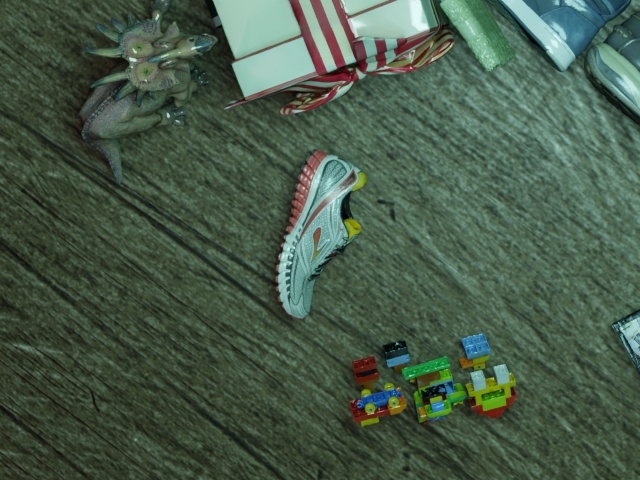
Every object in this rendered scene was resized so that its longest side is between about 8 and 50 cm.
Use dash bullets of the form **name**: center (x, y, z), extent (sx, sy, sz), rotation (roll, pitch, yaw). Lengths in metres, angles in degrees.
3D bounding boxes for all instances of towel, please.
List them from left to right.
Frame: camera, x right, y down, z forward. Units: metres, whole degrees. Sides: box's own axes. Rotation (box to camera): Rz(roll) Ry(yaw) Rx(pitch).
- **towel**: center (0.186, -0.250, 1.254), extent (0.027, 0.148, 0.110), rotation (-32, 95, 22)

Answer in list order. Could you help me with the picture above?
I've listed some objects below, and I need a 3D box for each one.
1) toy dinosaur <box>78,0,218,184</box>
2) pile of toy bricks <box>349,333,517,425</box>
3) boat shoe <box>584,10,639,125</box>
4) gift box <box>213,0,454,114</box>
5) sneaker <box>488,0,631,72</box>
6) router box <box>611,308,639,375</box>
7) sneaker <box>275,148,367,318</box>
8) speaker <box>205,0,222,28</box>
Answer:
- **toy dinosaur**: center (-0.237, -0.186, 1.326), extent (0.127, 0.200, 0.295), rotation (39, 118, -2)
- **pile of toy bricks**: center (0.145, 0.203, 1.408), extent (0.212, 0.118, 0.105), rotation (-14, 129, -1)
- **boat shoe**: center (0.472, -0.135, 1.228), extent (0.355, 0.132, 0.130), rotation (39, 101, -6)
- **gift box**: center (-0.006, -0.291, 1.228), extent (0.255, 0.276, 0.258), rotation (-18, 100, 21)
- **sneaker**: center (0.267, -0.334, 1.254), extent (0.163, 0.086, 0.226), rotation (-44, 84, 10)
- **router box**: center (0.465, 0.152, 1.319), extent (0.133, 0.046, 0.179), rotation (-30, 79, 18)
- **sneaker**: center (0.000, 0.000, 1.387), extent (0.093, 0.088, 0.225), rotation (17, 106, 7)
- **speaker**: center (-0.132, -0.344, 1.352), extent (0.055, 0.055, 0.136), rotation (-18, 99, 16)
